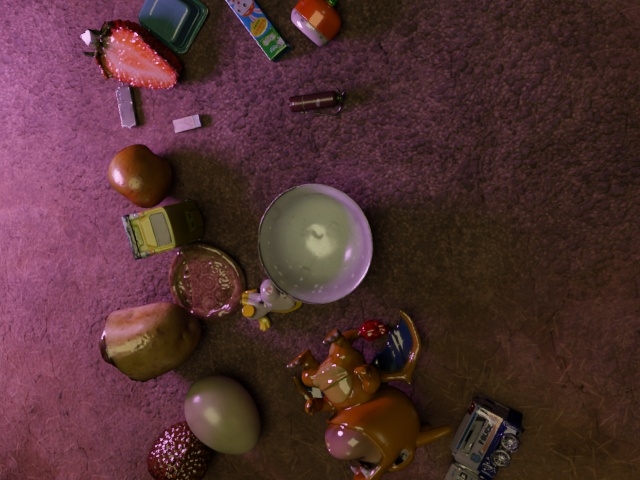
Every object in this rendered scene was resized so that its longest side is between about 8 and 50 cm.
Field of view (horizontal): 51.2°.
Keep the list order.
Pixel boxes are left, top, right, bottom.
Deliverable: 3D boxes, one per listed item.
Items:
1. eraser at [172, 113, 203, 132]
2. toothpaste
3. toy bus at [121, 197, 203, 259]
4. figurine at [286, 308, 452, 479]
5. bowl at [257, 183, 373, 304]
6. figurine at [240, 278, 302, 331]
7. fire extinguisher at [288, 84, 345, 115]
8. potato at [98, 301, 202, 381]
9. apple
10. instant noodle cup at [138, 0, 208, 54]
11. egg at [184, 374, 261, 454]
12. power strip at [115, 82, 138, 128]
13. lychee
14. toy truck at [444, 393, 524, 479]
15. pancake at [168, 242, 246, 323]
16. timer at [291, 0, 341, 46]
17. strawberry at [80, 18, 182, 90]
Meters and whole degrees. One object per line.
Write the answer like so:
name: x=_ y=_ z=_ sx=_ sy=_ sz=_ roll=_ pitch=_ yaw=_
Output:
eraser: x=-0.378 y=-0.333 z=1.902 sx=0.083 sy=0.019 sz=0.038 roll=-10 pitch=94 yaw=16
toothpaste: x=-0.182 y=-0.605 z=1.791 sx=0.065 sy=0.050 sz=0.267 roll=-37 pitch=88 yaw=15
toy bus: x=-0.422 y=-0.036 z=1.838 sx=0.150 sy=0.262 sz=0.128 roll=-15 pitch=95 yaw=10
figurine: x=0.128 y=0.404 z=1.743 sx=0.401 sy=0.268 sz=0.387 roll=-37 pitch=85 yaw=13
bowl: x=0.000 y=0.000 z=1.779 sx=0.313 sy=0.146 sz=0.313 roll=2 pitch=99 yaw=14
figurine: x=-0.137 y=0.170 z=1.881 sx=0.178 sy=0.109 sz=0.129 roll=-32 pitch=115 yaw=17
fire extinguisher: x=-0.003 y=-0.366 z=1.783 sx=0.157 sy=0.045 sz=0.078 roll=-6 pitch=125 yaw=16
potato: x=-0.460 y=0.274 z=1.893 sx=0.242 sy=0.285 sz=0.243 roll=-11 pitch=59 yaw=19
apple: x=-0.505 y=-0.183 z=1.882 sx=0.182 sy=0.182 sz=0.155 roll=36 pitch=82 yaw=8
instant noodle cup: x=-0.419 y=-0.624 z=1.848 sx=0.179 sy=0.070 sz=0.157 roll=36 pitch=107 yaw=7
egg: x=-0.275 y=0.501 z=1.908 sx=0.188 sy=0.188 sz=0.254 roll=-41 pitch=92 yaw=17
power strip: x=-0.564 y=-0.395 z=1.946 sx=0.051 sy=0.019 sz=0.136 roll=-8 pitch=96 yaw=18
lychee: x=-0.418 y=0.650 z=1.970 sx=0.200 sy=0.200 sz=0.238 roll=21 pitch=82 yaw=12
toy truck: x=0.417 y=0.557 z=1.758 sx=0.155 sy=0.124 sz=0.268 roll=28 pitch=103 yaw=18
pancake: x=-0.331 y=0.127 z=1.944 sx=0.250 sy=0.031 sz=0.250 roll=4 pitch=106 yaw=13
timer: x=-0.002 y=-0.580 z=1.718 sx=0.136 sy=0.099 sz=0.136 roll=3 pitch=110 yaw=9
strawberry: x=-0.517 y=-0.526 z=1.872 sx=0.286 sy=0.106 sz=0.188 roll=24 pitch=134 yaw=-6
